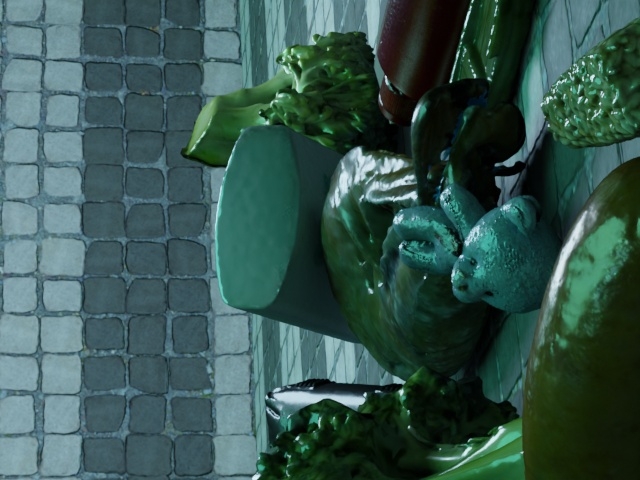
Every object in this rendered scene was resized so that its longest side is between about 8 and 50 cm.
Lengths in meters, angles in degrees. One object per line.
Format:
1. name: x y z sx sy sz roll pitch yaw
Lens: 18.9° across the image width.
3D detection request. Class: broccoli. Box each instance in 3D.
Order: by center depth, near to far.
1. broccoli: 0.095 0.255 1.524 0.375 0.302 0.249 -52 -52 -57
2. broccoli: -0.032 -0.141 2.271 0.288 0.245 0.248 139 140 -74

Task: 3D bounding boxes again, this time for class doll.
1. doll: 0.119 0.014 1.551 0.180 0.075 0.120 5 127 41

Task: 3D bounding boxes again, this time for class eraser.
1. eraser: 0.000 0.000 2.022 0.290 0.104 0.189 20 -103 -61

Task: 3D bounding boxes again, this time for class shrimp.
1. shrimp: 0.090 -0.015 1.749 0.221 0.110 0.445 56 155 17

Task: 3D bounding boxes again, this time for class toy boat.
1. toy boat: 0.151 -0.213 1.659 0.093 0.055 0.293 -98 12 -51

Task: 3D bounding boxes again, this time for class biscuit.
1. biscuit: 0.199 -0.101 1.250 0.070 0.082 0.168 65 170 1

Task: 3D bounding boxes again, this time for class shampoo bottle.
1. shampoo bottle: 0.105 -0.205 1.883 0.102 0.064 0.260 47 154 18

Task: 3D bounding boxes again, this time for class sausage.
1. sausage: 0.188 0.070 1.228 0.109 0.109 0.270 -103 18 -58

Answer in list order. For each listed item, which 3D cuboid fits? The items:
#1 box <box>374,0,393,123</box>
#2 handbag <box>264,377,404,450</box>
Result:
1. box: 0.095 -0.212 2.060 0.129 0.051 0.130 -102 16 -56
2. handbag: 0.049 0.260 1.911 0.275 0.088 0.244 -2 89 50
